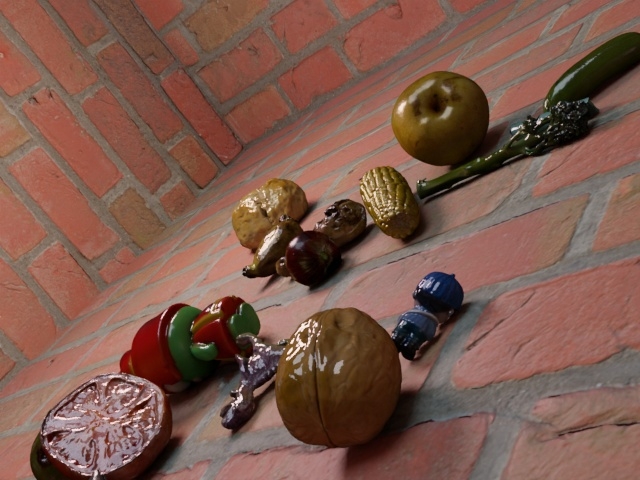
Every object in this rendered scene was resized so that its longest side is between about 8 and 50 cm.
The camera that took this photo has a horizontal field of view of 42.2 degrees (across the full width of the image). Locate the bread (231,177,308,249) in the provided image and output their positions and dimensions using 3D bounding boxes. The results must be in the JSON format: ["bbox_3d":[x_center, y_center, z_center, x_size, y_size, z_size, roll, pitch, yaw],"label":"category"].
[{"bbox_3d":[-0.149,-0.085,2.320,0.244,0.134,0.244,-38,14,11],"label":"bread"}]

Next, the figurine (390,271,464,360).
[{"bbox_3d":[0.148,0.100,1.187,0.077,0.079,0.136,27,50,27],"label":"figurine"}]

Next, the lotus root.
[{"bbox_3d":[-0.109,0.029,1.981,0.191,0.094,0.108,-55,-3,-26],"label":"lotus root"}]

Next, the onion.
[{"bbox_3d":[-0.021,0.033,1.723,0.118,0.119,0.117,-19,28,50],"label":"onion"}]

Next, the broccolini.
[{"bbox_3d":[0.326,-0.168,1.571,0.392,0.074,0.079,-24,13,38],"label":"broccolini"}]

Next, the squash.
[{"bbox_3d":[0.530,-0.327,1.597,0.258,0.069,0.069,-37,15,4],"label":"squash"}]

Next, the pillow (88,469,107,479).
[{"bbox_3d":[-0.408,0.508,1.210,0.326,0.101,0.228,-41,16,-6],"label":"pillow"}]

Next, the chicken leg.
[{"bbox_3d":[0.001,0.003,1.825,0.251,0.087,0.107,-38,-22,24],"label":"chicken leg"}]

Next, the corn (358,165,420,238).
[{"bbox_3d":[0.140,-0.082,1.694,0.106,0.106,0.305,-36,16,8],"label":"corn"}]

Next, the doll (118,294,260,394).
[{"bbox_3d":[-0.291,0.219,1.680,0.363,0.160,0.183,-30,18,28],"label":"doll"}]

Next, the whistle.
[{"bbox_3d":[0.439,-0.228,1.567,0.039,0.039,0.186,-47,18,-31],"label":"whistle"}]

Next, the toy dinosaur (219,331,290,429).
[{"bbox_3d":[-0.066,0.211,1.408,0.251,0.072,0.200,-25,26,2],"label":"toy dinosaur"}]

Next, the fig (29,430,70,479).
[{"bbox_3d":[-0.454,0.403,1.661,0.151,0.151,0.259,-30,-11,26],"label":"fig"}]

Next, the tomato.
[{"bbox_3d":[-0.381,0.353,1.502,0.236,0.095,0.237,-5,39,4],"label":"tomato"}]

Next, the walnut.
[{"bbox_3d":[0.024,0.179,1.081,0.165,0.165,0.197,-33,15,18],"label":"walnut"}]

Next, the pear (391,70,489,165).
[{"bbox_3d":[0.258,-0.258,1.779,0.208,0.209,0.209,-35,15,11],"label":"pear"}]
